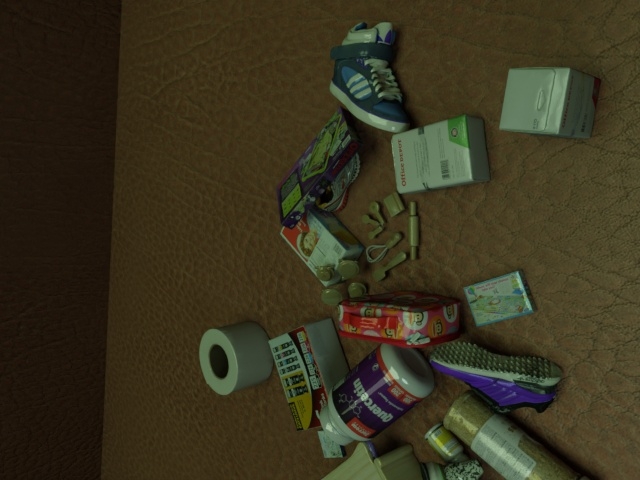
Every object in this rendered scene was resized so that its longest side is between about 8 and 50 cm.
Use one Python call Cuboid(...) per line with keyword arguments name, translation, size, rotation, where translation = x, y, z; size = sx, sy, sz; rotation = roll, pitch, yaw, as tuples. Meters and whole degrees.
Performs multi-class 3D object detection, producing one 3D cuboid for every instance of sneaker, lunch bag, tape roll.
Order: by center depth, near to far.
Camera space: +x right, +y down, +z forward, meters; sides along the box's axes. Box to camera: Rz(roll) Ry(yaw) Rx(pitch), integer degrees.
Cuboid(name="sneaker", translation=(0.400, 0.340, 1.240), size=(0.294, 0.102, 0.146), rotation=(9, 114, 19))
Cuboid(name="sneaker", translation=(0.398, 0.725, 1.306), size=(0.182, 0.158, 0.410), rotation=(-22, 96, 8))
Cuboid(name="lunch bag", translation=(0.192, 0.203, 1.369), size=(0.293, 0.258, 0.120), rotation=(-1, 91, 46))
Cuboid(name="sneaker", translation=(0.156, -0.460, 1.422), size=(0.323, 0.130, 0.236), rotation=(48, 130, 37))
Cuboid(name="sneaker", translation=(0.051, -0.188, 1.584), size=(0.088, 0.093, 0.225), rotation=(33, 115, 39))
Cuboid(name="tape roll", translation=(-0.315, 0.434, 1.963), size=(0.246, 0.169, 0.246), rotation=(7, 100, 45))

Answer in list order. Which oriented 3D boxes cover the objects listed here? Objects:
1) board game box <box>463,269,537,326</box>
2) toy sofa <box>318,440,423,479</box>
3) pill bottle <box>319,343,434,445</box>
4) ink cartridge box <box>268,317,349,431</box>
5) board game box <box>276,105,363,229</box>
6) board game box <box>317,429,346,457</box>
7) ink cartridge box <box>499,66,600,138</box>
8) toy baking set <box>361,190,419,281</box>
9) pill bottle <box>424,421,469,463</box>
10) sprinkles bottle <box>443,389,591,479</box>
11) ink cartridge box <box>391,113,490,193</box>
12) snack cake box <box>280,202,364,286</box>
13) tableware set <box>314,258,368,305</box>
Cuboid(name="board game box", translation=(0.436, 0.143, 1.283), size=(0.154, 0.026, 0.103), rotation=(-26, 76, 43))
Cuboid(name="toy sofa", translation=(0.133, 0.728, 1.563), size=(0.362, 0.150, 0.177), rotation=(-54, 53, 34))
Cuboid(name="pill bottle", translation=(0.146, 0.427, 1.452), size=(0.323, 0.182, 0.181), rotation=(-47, 62, 22))
Cuboid(name="ink cartridge box", translation=(-0.042, 0.446, 1.720), size=(0.272, 0.130, 0.309), rotation=(-32, 72, 43))
Cuboid(name="board game box", translation=(-0.014, -0.217, 1.578), size=(0.347, 0.056, 0.208), rotation=(-48, 36, 27))
Cuboid(name="board game box", translation=(0.037, 0.672, 1.743), size=(0.090, 0.020, 0.090), rotation=(-24, 78, 43))
Cuboid(name="ink cartridge box", translation=(0.477, -0.283, 1.090), size=(0.127, 0.176, 0.128), rotation=(16, 105, 43))
Cuboid(name="toy baking set", translation=(0.202, -0.009, 1.502), size=(0.197, 0.030, 0.256), rotation=(-3, 92, 48))
Cuboid(name="pill bottle", translation=(0.338, 0.549, 1.398), size=(0.116, 0.065, 0.065), rotation=(48, 125, 31))
Cuboid(name="sprinkles bottle", translation=(0.461, 0.506, 1.230), size=(0.355, 0.121, 0.121), rotation=(35, 118, 37))
Cuboid(name="ink cartridge box", translation=(0.300, -0.211, 1.332), size=(0.220, 0.093, 0.160), rotation=(-6, 90, 45))
Cuboid(name="snack cake box", translation=(0.000, 0.000, 1.659), size=(0.264, 0.089, 0.152), rotation=(48, 127, 31))
Cuboid(name="tableware set", translation=(0.060, 0.126, 1.573), size=(0.141, 0.020, 0.168), rotation=(-10, 118, 15))
